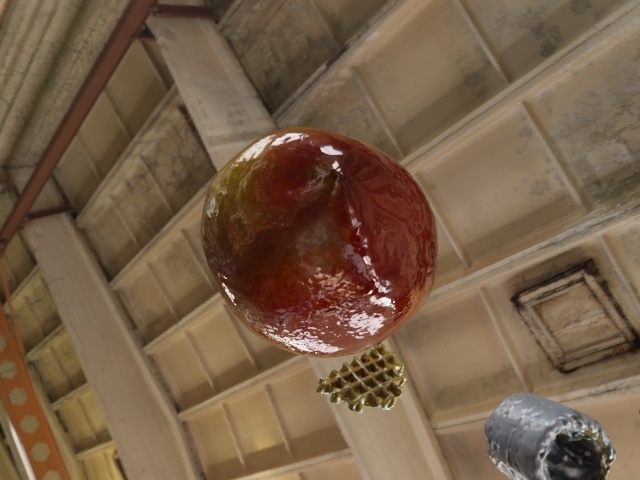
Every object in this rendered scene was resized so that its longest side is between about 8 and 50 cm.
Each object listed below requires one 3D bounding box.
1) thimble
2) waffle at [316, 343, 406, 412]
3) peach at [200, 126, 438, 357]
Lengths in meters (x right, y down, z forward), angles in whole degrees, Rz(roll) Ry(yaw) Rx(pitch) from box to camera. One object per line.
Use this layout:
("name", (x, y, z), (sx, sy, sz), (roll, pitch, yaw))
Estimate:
("thimble", (0.318, 0.290, 0.785), (0.151, 0.127, 0.118), (39, -11, -18))
("waffle", (0.087, 0.263, 1.094), (0.160, 0.192, 0.046), (18, -59, 6))
("peach", (0.000, 0.000, 0.717), (0.308, 0.308, 0.332), (52, -13, 18))
